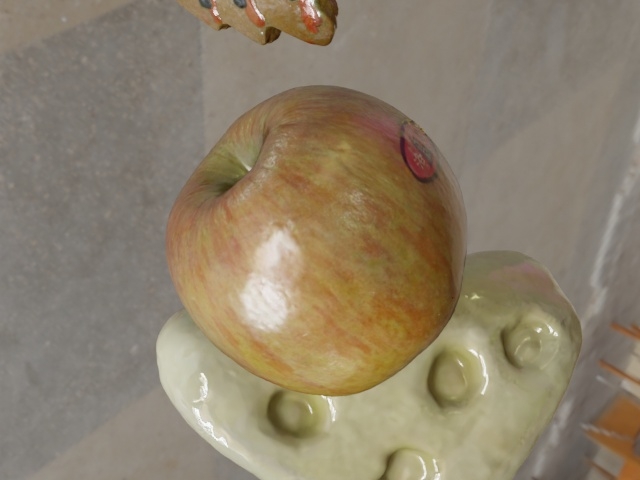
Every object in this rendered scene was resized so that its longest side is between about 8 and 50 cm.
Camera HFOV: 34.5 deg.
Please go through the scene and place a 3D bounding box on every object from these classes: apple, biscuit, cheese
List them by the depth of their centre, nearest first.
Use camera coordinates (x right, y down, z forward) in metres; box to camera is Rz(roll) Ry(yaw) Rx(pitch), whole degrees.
[{"bbox_3d":[-0.045,-0.154,0.565,0.019,0.130,0.119,-39,113,-43],"label":"biscuit"},{"bbox_3d":[0.000,0.000,0.726,0.188,0.211,0.211,38,84,-24],"label":"apple"},{"bbox_3d":[0.062,0.106,0.963,0.328,0.351,0.129,-49,-171,-4],"label":"cheese"}]
